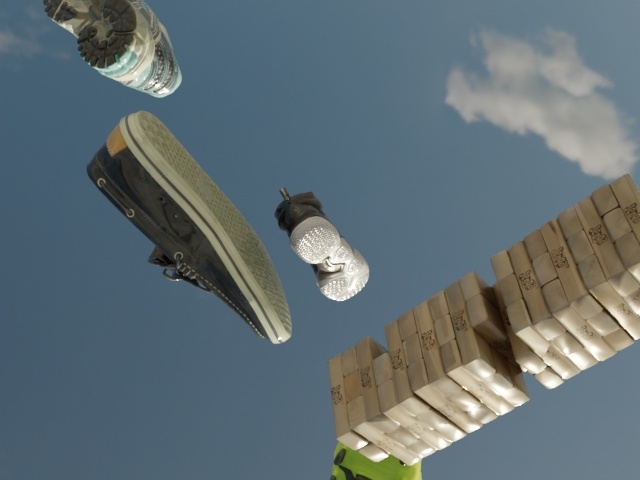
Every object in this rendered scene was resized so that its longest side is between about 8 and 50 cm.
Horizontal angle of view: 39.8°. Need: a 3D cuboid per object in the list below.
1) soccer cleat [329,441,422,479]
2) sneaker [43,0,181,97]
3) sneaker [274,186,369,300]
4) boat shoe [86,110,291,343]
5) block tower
[{"bbox_3d":[0.075,0.270,0.962,0.093,0.289,0.121,15,-143,25],"label":"soccer cleat"},{"bbox_3d":[-0.260,-0.271,1.120,0.122,0.110,0.283,36,-162,-49],"label":"sneaker"},{"bbox_3d":[0.000,0.000,1.658,0.153,0.101,0.268,59,-177,37],"label":"sneaker"},{"bbox_3d":[-0.226,0.000,1.597,0.500,0.156,0.187,52,-166,-19],"label":"boat shoe"},{"bbox_3d":[0.163,0.076,0.763,0.091,0.335,0.097,38,-151,-35],"label":"block tower"}]
